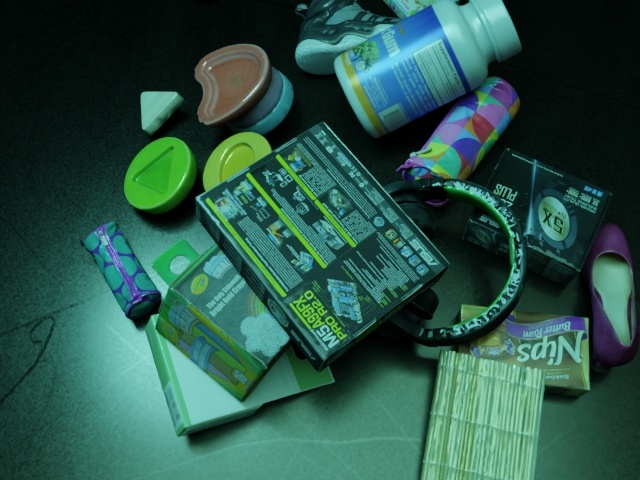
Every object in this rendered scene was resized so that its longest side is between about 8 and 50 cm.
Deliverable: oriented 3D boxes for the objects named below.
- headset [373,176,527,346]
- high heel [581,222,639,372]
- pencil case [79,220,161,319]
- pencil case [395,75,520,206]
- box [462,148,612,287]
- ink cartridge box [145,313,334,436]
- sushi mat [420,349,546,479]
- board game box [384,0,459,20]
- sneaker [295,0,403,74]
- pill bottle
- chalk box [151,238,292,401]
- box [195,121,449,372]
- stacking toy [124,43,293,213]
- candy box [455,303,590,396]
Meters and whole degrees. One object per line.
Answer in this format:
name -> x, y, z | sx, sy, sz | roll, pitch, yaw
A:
headset -> 0.092, 0.025, 1.043 | 0.394, 0.185, 0.243 | -5, 69, 18
high heel -> 0.432, 0.068, 1.063 | 0.082, 0.117, 0.244 | 15, 67, 8
pencil case -> -0.305, 0.045, 1.111 | 0.064, 0.070, 0.152 | -32, 70, -13
pencil case -> 0.228, -0.164, 1.180 | 0.104, 0.104, 0.236 | 34, 68, 15
box -> 0.337, -0.037, 1.133 | 0.180, 0.077, 0.147 | 27, 70, 12
ink cartridge box -> -0.118, 0.170, 1.063 | 0.235, 0.056, 0.171 | -9, 64, -30
sushi mat -> 0.213, 0.317, 0.978 | 0.151, 0.019, 0.317 | 10, 76, 4
board game box -> 0.171, -0.470, 1.360 | 0.103, 0.026, 0.154 | -31, 69, -13
sneaker -> 0.083, -0.387, 1.282 | 0.268, 0.101, 0.153 | -7, 68, 1
pill bottle -> 0.172, -0.289, 1.163 | 0.272, 0.152, 0.152 | -27, 66, 14
chalk box -> -0.134, 0.089, 0.992 | 0.213, 0.132, 0.132 | 40, 53, 6
box -> 0.000, 0.000, 0.953 | 0.216, 0.060, 0.270 | -35, 75, -20
stacking toy -> -0.169, -0.153, 1.207 | 0.279, 0.130, 0.309 | -13, 60, 24
candy box -> 0.293, 0.161, 1.059 | 0.186, 0.053, 0.109 | 6, 67, 6
